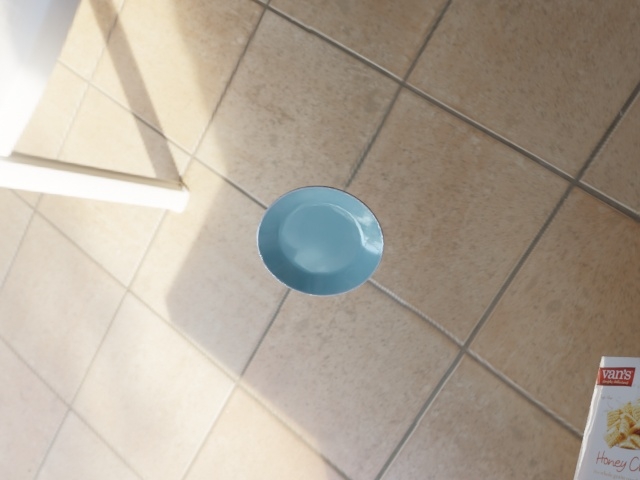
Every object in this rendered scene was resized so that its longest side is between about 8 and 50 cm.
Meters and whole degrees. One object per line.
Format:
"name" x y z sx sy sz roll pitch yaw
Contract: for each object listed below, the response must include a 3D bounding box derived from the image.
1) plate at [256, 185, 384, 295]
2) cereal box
"plate" 0.000 0.000 0.982 0.188 0.024 0.188 3 121 5
"cereal box" 0.406 0.263 0.827 0.173 0.047 0.240 -17 50 62
